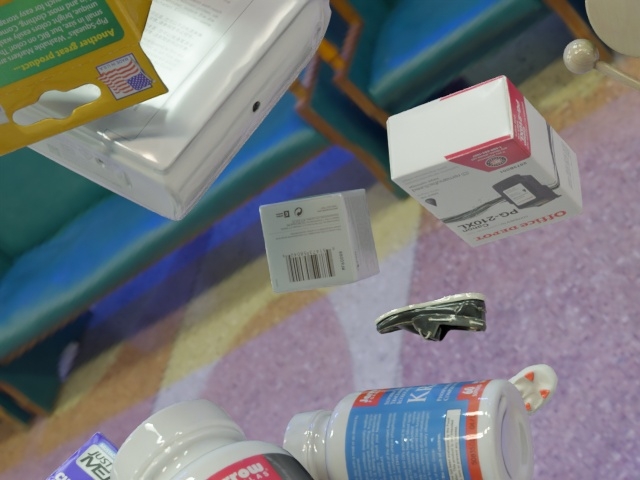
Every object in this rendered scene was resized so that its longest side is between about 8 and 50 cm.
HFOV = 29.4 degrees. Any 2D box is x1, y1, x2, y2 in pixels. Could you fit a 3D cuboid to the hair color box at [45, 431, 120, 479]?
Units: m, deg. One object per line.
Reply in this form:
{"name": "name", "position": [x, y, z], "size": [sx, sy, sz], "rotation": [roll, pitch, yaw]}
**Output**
{"name": "hair color box", "position": [-0.364, 0.431, 1.594], "size": [0.110, 0.185, 0.339], "rotation": [34, 63, 22]}

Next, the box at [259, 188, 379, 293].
{"name": "box", "position": [0.000, 0.000, 1.353], "size": [0.101, 0.101, 0.087], "rotation": [-9, 1, 21]}

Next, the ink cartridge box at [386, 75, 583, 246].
{"name": "ink cartridge box", "position": [0.220, -0.096, 1.602], "size": [0.172, 0.237, 0.100], "rotation": [-18, 59, 27]}

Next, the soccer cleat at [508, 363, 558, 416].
{"name": "soccer cleat", "position": [0.213, 0.221, 1.514], "size": [0.196, 0.068, 0.076], "rotation": [-37, -11, 14]}

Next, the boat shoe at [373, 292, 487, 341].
{"name": "boat shoe", "position": [0.210, 0.158, 2.353], "size": [0.233, 0.084, 0.079], "rotation": [-12, 76, 26]}

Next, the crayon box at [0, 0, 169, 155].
{"name": "crayon box", "position": [-0.284, -0.237, 1.016], "size": [0.203, 0.323, 0.083], "rotation": [-18, 36, 16]}

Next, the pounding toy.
{"name": "pounding toy", "position": [0.477, -0.347, 1.819], "size": [0.110, 0.183, 0.236], "rotation": [-62, -8, -67]}

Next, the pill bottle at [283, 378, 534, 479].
{"name": "pill bottle", "position": [0.081, 0.201, 1.163], "size": [0.222, 0.124, 0.124], "rotation": [-8, 41, 26]}

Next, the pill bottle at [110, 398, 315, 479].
{"name": "pill bottle", "position": [-0.053, 0.290, 1.075], "size": [0.176, 0.176, 0.318], "rotation": [-47, 54, 0]}

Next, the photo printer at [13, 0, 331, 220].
{"name": "photo printer", "position": [-0.155, -0.194, 1.221], "size": [0.256, 0.107, 0.307], "rotation": [26, 63, 19]}
